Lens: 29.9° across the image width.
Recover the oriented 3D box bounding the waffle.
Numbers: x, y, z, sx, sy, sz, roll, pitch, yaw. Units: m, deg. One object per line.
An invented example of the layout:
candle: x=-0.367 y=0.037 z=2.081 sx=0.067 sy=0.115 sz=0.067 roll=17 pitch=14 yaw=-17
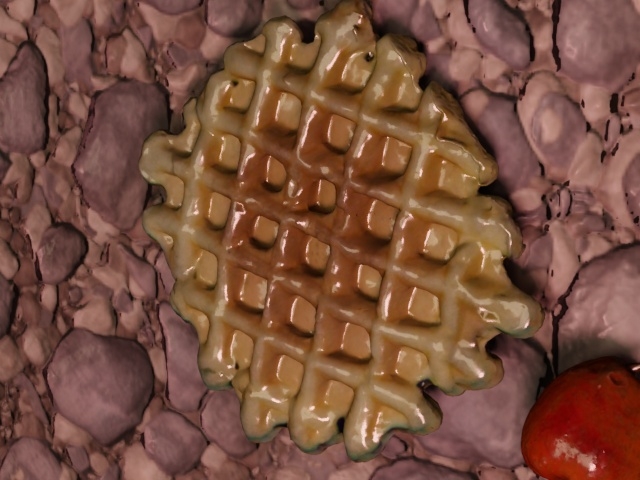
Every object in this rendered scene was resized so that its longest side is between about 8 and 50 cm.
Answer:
waffle: x=0.000 y=0.000 z=0.849 sx=0.291 sy=0.056 sz=0.309 roll=-34 pitch=79 yaw=33

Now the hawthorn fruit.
hawthorn fruit: x=0.173 y=0.114 z=0.751 sx=0.081 sy=0.081 sz=0.093 roll=23 pitch=82 yaw=28
